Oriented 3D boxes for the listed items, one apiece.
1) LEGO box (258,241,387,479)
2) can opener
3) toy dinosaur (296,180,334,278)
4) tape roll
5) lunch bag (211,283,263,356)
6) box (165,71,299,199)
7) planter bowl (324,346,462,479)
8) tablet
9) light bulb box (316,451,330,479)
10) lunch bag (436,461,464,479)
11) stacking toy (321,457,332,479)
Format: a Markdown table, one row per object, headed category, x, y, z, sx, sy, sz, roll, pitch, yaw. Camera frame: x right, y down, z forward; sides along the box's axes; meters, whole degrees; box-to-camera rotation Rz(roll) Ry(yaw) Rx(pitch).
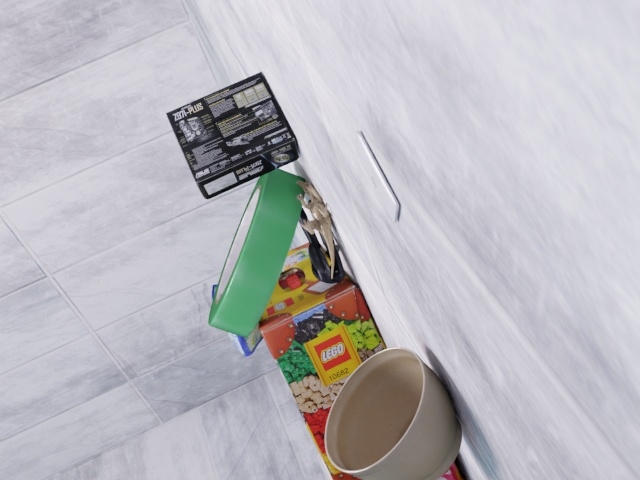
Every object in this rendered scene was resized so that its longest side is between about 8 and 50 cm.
| category | x | y | z | sx | sy | sz | roll | pitch | yaw |
| --- | --- | --- | --- | --- | --- | --- | --- | --- | --- |
| LEGO box | 0.014 | 0.239 | 1.611 | 0.500 | 0.193 | 0.372 | -135 | 20 | -77 |
| can opener | 0.000 | 0.000 | 1.385 | 0.073 | 0.059 | 0.186 | 81 | 174 | -54 |
| toy dinosaur | 0.003 | -0.033 | 1.293 | 0.093 | 0.053 | 0.183 | 30 | -141 | -70 |
| tape roll | -0.121 | 0.019 | 1.441 | 0.077 | 0.321 | 0.321 | 21 | -177 | -10 |
| lunch bag | -0.187 | 0.173 | 1.740 | 0.151 | 0.096 | 0.128 | -101 | -10 | -63 |
| box | -0.148 | -0.177 | 1.303 | 0.077 | 0.180 | 0.147 | 77 | 167 | -70 |
| planter bowl | 0.100 | 0.224 | 0.916 | 0.109 | 0.162 | 0.162 | 37 | -172 | -23 |
| tablet | 0.053 | -0.059 | 0.721 | 0.054 | 0.006 | 0.083 | 79 | 166 | -74 |
| light bulb box | 0.187 | 0.701 | 1.937 | 0.361 | 0.225 | 0.357 | 60 | 174 | 38 |
| lunch bag | 0.141 | 0.352 | 1.216 | 0.258 | 0.120 | 0.293 | -122 | 8 | -62 |
| stacking toy | 0.140 | 0.532 | 1.566 | 0.309 | 0.130 | 0.279 | 28 | -158 | -16 |
